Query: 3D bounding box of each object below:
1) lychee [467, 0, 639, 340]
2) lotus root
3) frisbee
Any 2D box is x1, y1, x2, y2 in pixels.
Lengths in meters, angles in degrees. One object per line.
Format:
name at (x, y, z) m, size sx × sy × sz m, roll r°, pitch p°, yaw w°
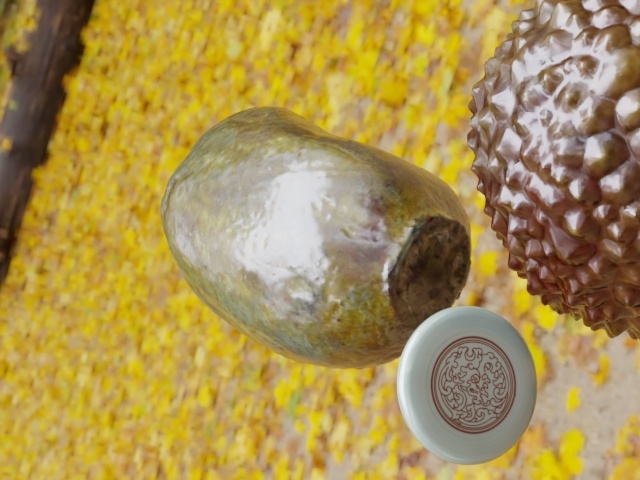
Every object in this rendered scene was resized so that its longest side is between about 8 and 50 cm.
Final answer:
lychee at (0.214, -0.065, 0.839) m, size 0.267 × 0.268 × 0.267 m, roll -164°, pitch 90°, yaw -70°
lotus root at (0.000, 0.000, 1.256) m, size 0.346 × 0.250 × 0.250 m, roll 18°, pitch 92°, yaw 52°
frisbee at (0.103, 0.099, 0.862) m, size 0.014 × 0.110 × 0.110 m, roll -12°, pitch 64°, yaw 67°
